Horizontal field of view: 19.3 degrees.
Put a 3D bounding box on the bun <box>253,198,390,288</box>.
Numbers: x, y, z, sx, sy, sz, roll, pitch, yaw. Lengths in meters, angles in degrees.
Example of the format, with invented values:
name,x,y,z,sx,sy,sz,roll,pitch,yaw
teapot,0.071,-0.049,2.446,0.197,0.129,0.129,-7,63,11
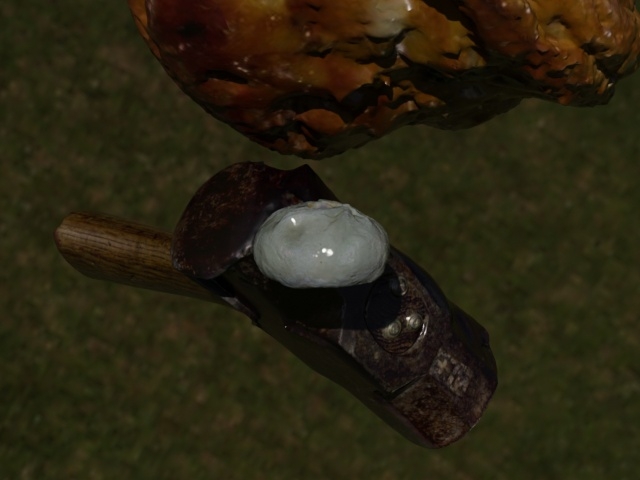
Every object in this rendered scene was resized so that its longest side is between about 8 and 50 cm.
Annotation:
name,x,y,z,sx,sy,sz,roll,pitch,yaw
bun,0.000,0.000,1.070,0.083,0.045,0.083,3,14,-1

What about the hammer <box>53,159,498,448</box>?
name,x,y,z,sx,sy,sz,roll,pitch,yaw
hammer,-0.072,0.018,1.338,0.242,0.095,0.409,38,-14,-34

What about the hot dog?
name,x,y,z,sx,sy,sz,roll,pitch,yaw
hot dog,0.047,-0.156,1.158,0.387,0.267,0.174,23,57,-57
